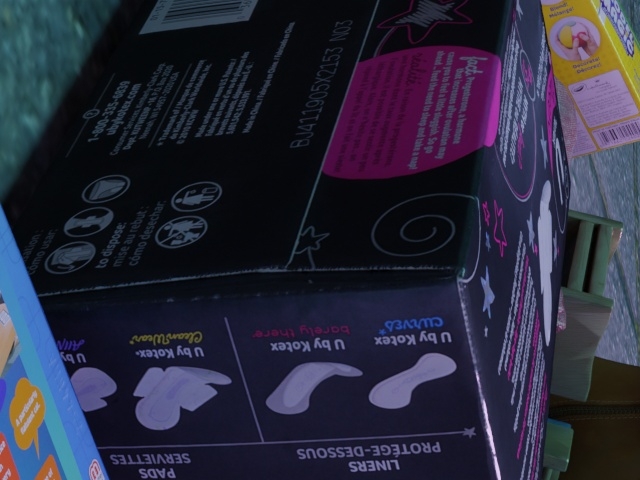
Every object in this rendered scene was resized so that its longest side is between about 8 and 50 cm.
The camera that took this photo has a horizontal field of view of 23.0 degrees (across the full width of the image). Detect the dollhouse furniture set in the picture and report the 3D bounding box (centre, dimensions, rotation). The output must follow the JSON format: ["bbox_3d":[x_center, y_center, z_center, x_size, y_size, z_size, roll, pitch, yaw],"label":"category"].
[{"bbox_3d":[0.100,0.079,0.982,0.129,0.129,0.184,-60,163,-64],"label":"dollhouse furniture set"}]

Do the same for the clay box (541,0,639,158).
[{"bbox_3d":[0.121,-0.152,1.021,0.222,0.127,0.053,59,34,-25],"label":"clay box"}]

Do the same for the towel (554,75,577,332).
[{"bbox_3d":[0.046,-0.127,0.844,0.329,0.037,0.237,51,31,-28],"label":"towel"}]

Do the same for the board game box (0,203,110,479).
[{"bbox_3d":[-0.120,0.044,0.381,0.160,0.047,0.210,-66,144,-59],"label":"board game box"}]

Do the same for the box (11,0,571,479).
[{"bbox_3d":[0.000,0.000,0.586,0.247,0.163,0.142,-73,153,-53],"label":"box"}]

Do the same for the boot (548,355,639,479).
[{"bbox_3d":[0.213,0.109,1.101,0.283,0.220,0.109,-68,139,-56],"label":"boot"}]
